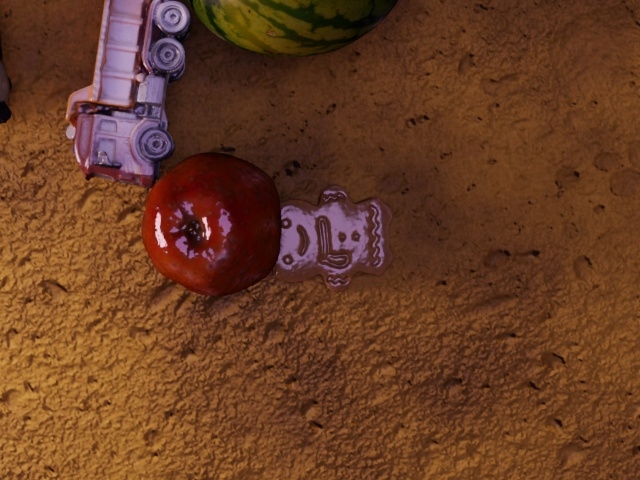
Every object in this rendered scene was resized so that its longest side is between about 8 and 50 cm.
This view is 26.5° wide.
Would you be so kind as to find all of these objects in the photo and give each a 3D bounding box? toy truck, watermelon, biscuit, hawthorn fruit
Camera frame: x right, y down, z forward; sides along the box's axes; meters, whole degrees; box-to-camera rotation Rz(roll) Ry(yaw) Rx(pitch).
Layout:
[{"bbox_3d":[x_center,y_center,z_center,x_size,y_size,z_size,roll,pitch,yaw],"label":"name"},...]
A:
[{"bbox_3d":[-0.233,-0.203,1.646,0.135,0.114,0.270,7,89,-6],"label":"toy truck"},{"bbox_3d":[-0.034,-0.351,1.579,0.285,0.285,0.285,0,91,-5],"label":"watermelon"},{"bbox_3d":[0.003,-0.005,1.715,0.184,0.027,0.133,10,92,-5],"label":"biscuit"},{"bbox_3d":[-0.133,-0.018,1.623,0.189,0.189,0.189,0,91,-5],"label":"hawthorn fruit"}]

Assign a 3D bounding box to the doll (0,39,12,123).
[{"bbox_3d":[-0.444,-0.236,1.611,0.135,0.143,0.234,-14,97,-10],"label":"doll"}]
